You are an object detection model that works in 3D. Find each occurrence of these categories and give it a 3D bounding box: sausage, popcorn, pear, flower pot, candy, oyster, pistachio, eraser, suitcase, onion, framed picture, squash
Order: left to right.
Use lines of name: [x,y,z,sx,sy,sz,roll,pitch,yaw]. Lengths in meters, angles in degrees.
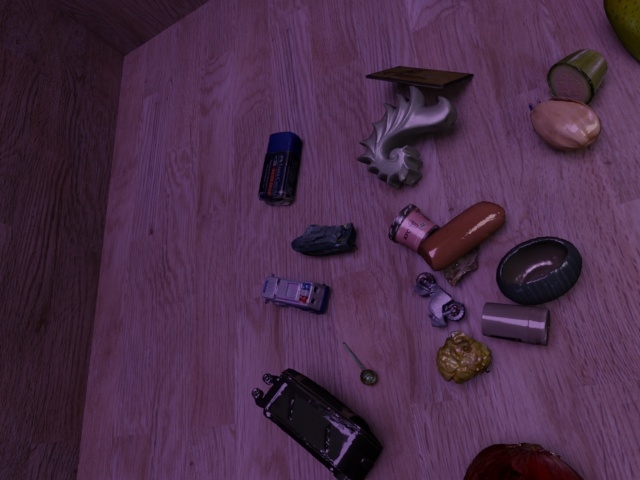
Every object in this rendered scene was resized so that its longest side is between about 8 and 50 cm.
eraser: [-0.179,-0.326,2.081,0.154,0.101,0.333,-1,73,31]
suitcase: [-0.001,0.608,1.527,0.433,0.283,0.194,27,70,37]
candy: [0.132,0.436,1.646,0.061,0.061,0.202,-48,46,8]
flower pot: [0.318,-0.394,1.733,0.254,0.164,0.368,42,111,31]
framed picture: [0.384,-0.641,1.789,0.338,0.255,0.014,24,129,35]
oyster: [0.475,0.077,1.550,0.105,0.056,0.177,6,58,30]
sausage: [0.469,-0.021,1.520,0.304,0.121,0.121,-35,56,-3]
popcorn: [0.442,0.366,1.413,0.173,0.173,0.142,-48,38,8]
onion: [0.525,0.677,1.160,0.340,0.341,0.342,-11,67,28]
flower pot: [0.649,0.091,1.371,0.242,0.157,0.190,-27,53,16]
pistachio: [0.780,-0.376,1.468,0.157,0.157,0.230,-46,46,10]
squash: [0.838,-0.534,1.496,0.123,0.170,0.170,-45,54,-9]
pear: [1.037,-0.737,1.392,0.317,0.238,0.343,30,90,28]

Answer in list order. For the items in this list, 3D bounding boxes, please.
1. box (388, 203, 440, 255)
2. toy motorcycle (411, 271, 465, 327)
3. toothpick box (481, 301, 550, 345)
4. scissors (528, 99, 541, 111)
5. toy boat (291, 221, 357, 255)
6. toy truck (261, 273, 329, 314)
box: [0.338,-0.031,1.629,0.135,0.151,0.151,38,95,26]
toy motorcycle: [0.386,0.207,1.552,0.122,0.080,0.215,-46,50,7]
toothpick box: [0.590,0.249,1.385,0.180,0.111,0.111,4,75,34]
scissors: [0.756,-0.436,1.590,0.039,0.012,0.114,-18,64,26]
toy boat: [0.000,-0.002,1.841,0.295,0.122,0.114,-8,44,32]
toy truck: [-0.112,0.205,1.812,0.267,0.155,0.125,5,75,33]
